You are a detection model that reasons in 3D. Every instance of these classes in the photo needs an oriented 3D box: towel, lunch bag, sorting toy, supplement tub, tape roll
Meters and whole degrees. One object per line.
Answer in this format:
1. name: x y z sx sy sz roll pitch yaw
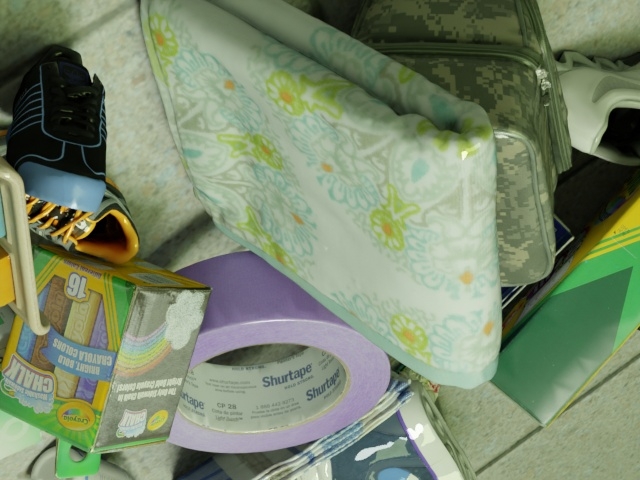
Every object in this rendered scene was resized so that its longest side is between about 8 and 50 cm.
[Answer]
1. towel: 0.004 -0.057 1.484 0.090 0.374 0.320 -44 147 -24
2. lunch bag: 0.137 -0.132 1.654 0.213 0.256 0.305 -1 147 14
3. sorting toy: -0.297 -0.036 1.362 0.038 0.193 0.208 -33 145 -24
4. supplement tub: -0.264 0.272 1.837 0.071 0.071 0.107 -46 144 6
5. tape roll: -0.067 0.122 1.752 0.275 0.090 0.274 -7 146 -5
6. towel: -0.036 0.228 1.933 0.285 0.209 0.034 -34 104 -10

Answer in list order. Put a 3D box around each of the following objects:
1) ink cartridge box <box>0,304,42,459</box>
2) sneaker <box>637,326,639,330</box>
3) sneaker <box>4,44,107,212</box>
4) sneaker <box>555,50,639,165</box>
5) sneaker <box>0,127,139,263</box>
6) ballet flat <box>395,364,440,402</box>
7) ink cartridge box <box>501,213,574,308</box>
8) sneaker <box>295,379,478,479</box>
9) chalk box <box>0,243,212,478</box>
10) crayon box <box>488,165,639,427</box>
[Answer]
1. ink cartridge box: -0.390 0.171 1.624 0.225 0.056 0.181 -25 142 -24
2. sneaker: 0.532 0.019 2.194 0.343 0.146 0.134 -52 -177 -24
3. sneaker: -0.215 -0.097 1.366 0.081 0.232 0.090 14 105 -22
4. sneaker: 0.381 -0.145 1.945 0.331 0.146 0.122 -11 134 -38
5. sneaker: -0.242 -0.037 1.514 0.084 0.083 0.215 -50 143 15
6. ballet flat: 0.091 0.244 2.144 0.241 0.077 0.091 -49 146 9
7. ink cartridge box: 0.197 0.019 1.866 0.165 0.065 0.332 -45 -179 5
8. sneaker: 0.071 0.330 2.075 0.236 0.130 0.322 -23 121 9
9. chalk box: -0.217 0.123 1.597 0.132 0.132 0.213 4 105 -61
10. crayon box: 0.342 0.043 2.000 0.313 0.106 0.363 -51 177 11
